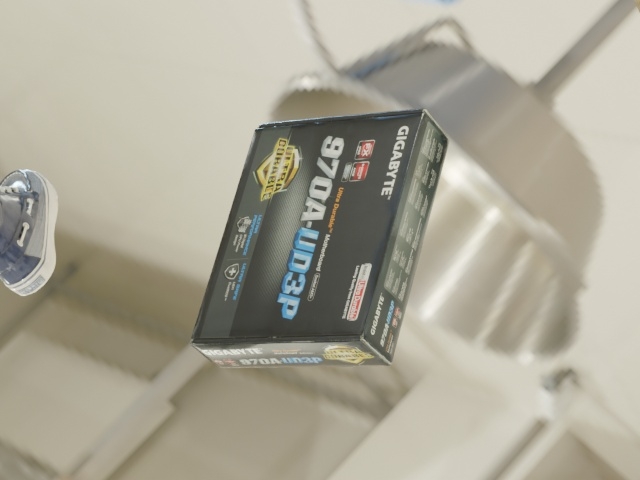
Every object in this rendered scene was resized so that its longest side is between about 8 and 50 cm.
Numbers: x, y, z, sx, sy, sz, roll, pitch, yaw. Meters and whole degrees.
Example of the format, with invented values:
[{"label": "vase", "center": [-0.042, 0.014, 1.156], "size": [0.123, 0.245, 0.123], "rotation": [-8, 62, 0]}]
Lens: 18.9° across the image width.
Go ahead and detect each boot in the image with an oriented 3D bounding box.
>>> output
[{"label": "boot", "center": [-0.300, -0.032, 1.835], "size": [0.086, 0.069, 0.190], "rotation": [48, -170, -32]}]

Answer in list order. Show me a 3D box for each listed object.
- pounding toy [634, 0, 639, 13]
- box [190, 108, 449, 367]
[{"label": "pounding toy", "center": [0.270, -0.190, 1.240], "size": [0.130, 0.141, 0.100], "rotation": [-5, 124, 40]}, {"label": "box", "center": [0.000, 0.000, 1.602], "size": [0.175, 0.220, 0.051], "rotation": [-2, 149, 34]}]
